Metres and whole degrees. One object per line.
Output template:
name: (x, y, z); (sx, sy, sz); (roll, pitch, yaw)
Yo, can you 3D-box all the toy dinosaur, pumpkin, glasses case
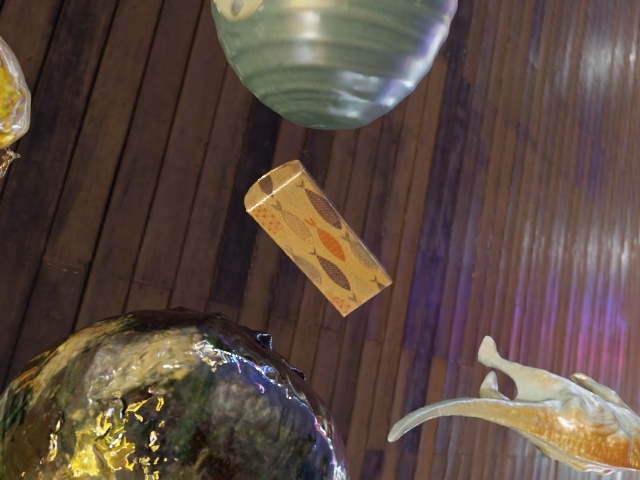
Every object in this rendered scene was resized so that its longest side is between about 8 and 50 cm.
toy dinosaur: (0.224, 0.177, 0.643); (0.393, 0.205, 0.092); (17, 101, -39)
pumpkin: (-0.192, 0.297, 0.759); (0.344, 0.455, 0.453); (-79, 156, -73)
glasses case: (0.000, 0.000, 0.609); (0.065, 0.041, 0.170); (-36, 123, 7)

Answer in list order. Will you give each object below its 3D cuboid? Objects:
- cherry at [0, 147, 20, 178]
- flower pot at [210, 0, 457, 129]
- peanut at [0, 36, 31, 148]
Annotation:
cherry: (-0.526, -0.155, 0.830); (0.225, 0.090, 0.107); (41, 69, -4)
flower pot: (0.009, -0.206, 0.457); (0.157, 0.189, 0.242); (6, 88, -40)
peanut: (-0.280, -0.138, 0.394); (0.207, 0.087, 0.087); (41, 61, -25)
